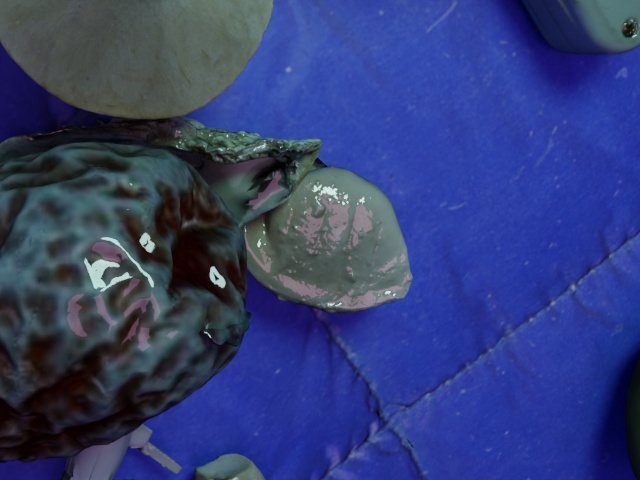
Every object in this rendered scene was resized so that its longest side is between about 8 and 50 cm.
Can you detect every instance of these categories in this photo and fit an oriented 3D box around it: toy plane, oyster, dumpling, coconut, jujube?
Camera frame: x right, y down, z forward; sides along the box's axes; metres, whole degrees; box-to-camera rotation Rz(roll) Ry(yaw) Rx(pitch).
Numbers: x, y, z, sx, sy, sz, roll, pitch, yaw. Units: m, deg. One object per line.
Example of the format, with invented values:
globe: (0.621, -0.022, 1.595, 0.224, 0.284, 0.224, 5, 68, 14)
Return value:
toy plane: (-0.243, 0.245, 0.689, 0.182, 0.107, 0.273, 38, 95, -21)
oyster: (-0.147, -0.060, 0.624, 0.252, 0.087, 0.199, -32, 127, 16)
dumpling: (-0.001, -0.001, 0.711, 0.150, 0.092, 0.176, -41, 115, -9)
coconut: (-0.139, -0.190, 0.526, 0.202, 0.222, 0.202, -4, 105, -15)
jujube: (-0.205, 0.051, 0.536, 0.317, 0.226, 0.226, -16, 117, 25)

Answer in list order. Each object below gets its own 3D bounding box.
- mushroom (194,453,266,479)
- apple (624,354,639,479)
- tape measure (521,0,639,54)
mushroom: (-0.123, 0.404, 0.792, 0.122, 0.095, 0.351, 16, 99, -7)
apple: (0.567, 0.237, 0.875, 0.357, 0.357, 0.357, -6, 108, -20)
tape measure: (0.276, -0.323, 0.703, 0.246, 0.125, 0.243, -46, 117, -2)
